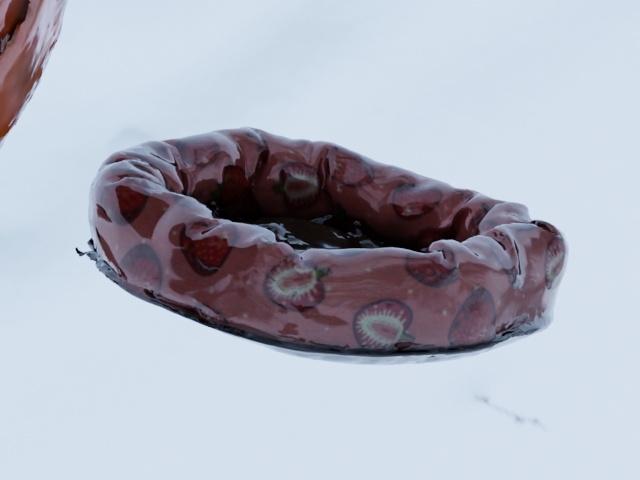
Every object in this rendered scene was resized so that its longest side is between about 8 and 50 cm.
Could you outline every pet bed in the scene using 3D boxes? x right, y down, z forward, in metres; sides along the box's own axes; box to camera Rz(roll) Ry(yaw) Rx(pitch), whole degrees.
[{"bbox_3d":[0.000,0.000,0.575,0.201,0.201,0.054,-2,109,-34],"label":"pet bed"}]

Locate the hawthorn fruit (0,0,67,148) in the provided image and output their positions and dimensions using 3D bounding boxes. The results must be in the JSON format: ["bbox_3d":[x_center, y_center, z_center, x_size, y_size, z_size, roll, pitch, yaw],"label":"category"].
[{"bbox_3d":[-0.187,-0.081,0.383,0.276,0.276,0.308,-1,83,-35],"label":"hawthorn fruit"}]
